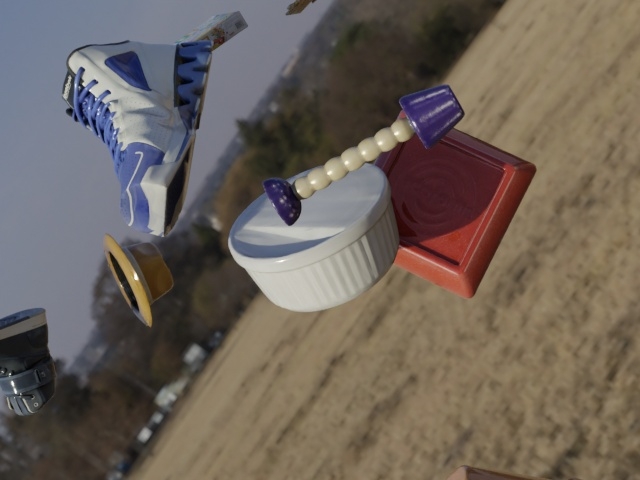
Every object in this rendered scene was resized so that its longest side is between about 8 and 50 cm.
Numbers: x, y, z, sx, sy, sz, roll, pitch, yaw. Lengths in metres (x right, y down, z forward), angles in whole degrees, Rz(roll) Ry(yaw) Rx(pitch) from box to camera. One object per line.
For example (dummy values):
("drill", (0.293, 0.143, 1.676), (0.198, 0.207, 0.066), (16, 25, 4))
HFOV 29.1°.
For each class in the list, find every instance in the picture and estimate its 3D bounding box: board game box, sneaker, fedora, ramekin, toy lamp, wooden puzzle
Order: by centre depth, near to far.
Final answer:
("sneaker", (-0.245, -0.147, 1.548), (0.127, 0.182, 0.315), (103, 175, -46))
("toy lamp", (0.060, -0.114, 1.610), (0.274, 0.080, 0.080), (-32, 5, 9))
("board game box", (-0.188, -0.275, 1.770), (0.154, 0.026, 0.103), (-38, 20, -19))
("wooden puzzle", (-0.028, -0.366, 1.895), (0.049, 0.006, 0.083), (-43, -7, 28))
("ramekin", (0.000, 0.000, 1.951), (0.273, 0.127, 0.273), (-19, 28, 10))
("sneaker", (-0.521, 0.215, 1.965), (0.226, 0.163, 0.086), (-18, 14, -41))
("fedora", (-0.309, 0.057, 2.137), (0.079, 0.194, 0.194), (-27, -7, -16))

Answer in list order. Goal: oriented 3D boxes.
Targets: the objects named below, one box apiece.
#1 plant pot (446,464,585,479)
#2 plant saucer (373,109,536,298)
("plant pot", (0.235, 0.419, 1.571), (0.291, 0.203, 0.291), (-157, 90, -89))
("plant saucer", (0.195, -0.071, 2.080), (0.259, 0.258, 0.048), (-62, -14, -6))
